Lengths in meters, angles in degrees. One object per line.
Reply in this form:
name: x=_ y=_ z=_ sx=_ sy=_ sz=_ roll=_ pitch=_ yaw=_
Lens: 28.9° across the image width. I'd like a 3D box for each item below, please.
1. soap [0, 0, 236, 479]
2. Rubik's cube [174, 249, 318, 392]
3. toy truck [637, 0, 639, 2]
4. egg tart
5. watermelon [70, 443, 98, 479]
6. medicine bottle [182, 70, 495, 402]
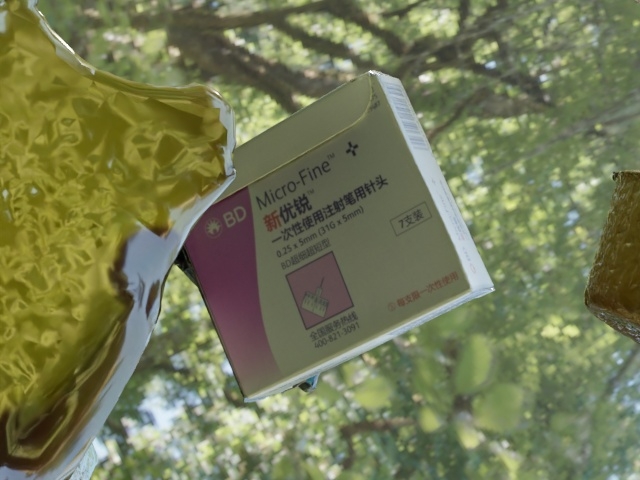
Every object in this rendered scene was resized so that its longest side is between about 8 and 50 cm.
soap: x=-0.170 y=0.060 z=0.439 sx=0.143 sy=0.259 sz=0.281 roll=41 pitch=-28 yaw=-6
Rubik's cube: x=-0.042 y=0.059 z=1.037 sx=0.190 sy=0.211 sz=0.178 roll=103 pitch=-32 yaw=-58
toy truck: x=0.228 y=-0.267 z=0.705 sx=0.135 sy=0.114 sz=0.270 roll=-2 pitch=-108 yaw=55
egg tart: x=0.373 y=0.026 z=1.285 sx=0.215 sy=0.215 sz=0.171 roll=27 pitch=-96 yaw=38
watermelon: x=-0.173 y=0.133 z=0.688 sx=0.081 sy=0.094 sz=0.180 roll=27 pitch=-35 yaw=-9
medicine bottle: x=0.000 y=0.000 z=0.872 sx=0.201 sy=0.052 sz=0.171 roll=-27 pitch=-101 yaw=28
